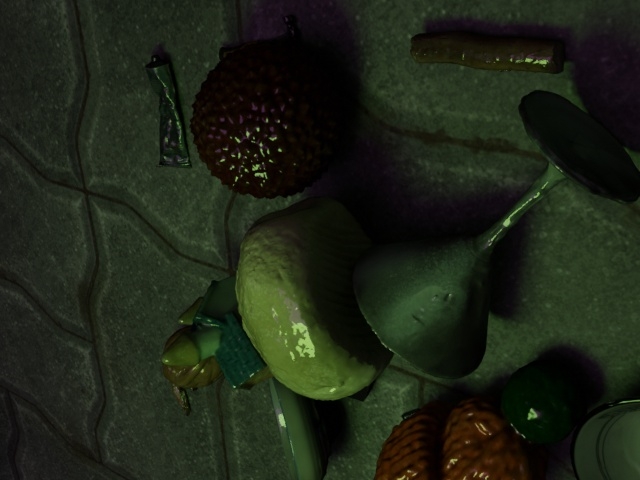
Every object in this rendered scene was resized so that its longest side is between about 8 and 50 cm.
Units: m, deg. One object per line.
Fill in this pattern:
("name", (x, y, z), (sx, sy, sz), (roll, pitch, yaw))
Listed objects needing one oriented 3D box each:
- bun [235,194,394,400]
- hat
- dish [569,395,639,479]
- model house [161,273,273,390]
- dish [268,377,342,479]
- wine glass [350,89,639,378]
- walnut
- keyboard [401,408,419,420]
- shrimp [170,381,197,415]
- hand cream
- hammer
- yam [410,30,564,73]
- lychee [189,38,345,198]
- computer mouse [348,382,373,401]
("bun", (-0.016, 0.104, 1.360), (0.227, 0.349, 0.352), (-28, 69, 27))
("hat", (0.302, 0.386, 1.355), (0.400, 0.285, 0.285), (-35, 88, 31))
("dish", (0.548, 0.344, 1.204), (0.316, 0.106, 0.316), (21, 127, 32))
("model house", (-0.165, 0.192, 1.531), (0.267, 0.325, 0.194), (57, 146, 23))
("dish", (-0.018, 0.393, 1.688), (0.273, 0.134, 0.273), (167, 90, -82))
("wine glass", (0.253, -0.007, 1.176), (0.267, 0.267, 0.406), (47, 131, 12))
("walnut", (-0.294, 0.274, 1.862), (0.167, 0.149, 0.166), (2, 124, 3))
("keyboard", (0.219, 0.408, 1.582), (0.053, 0.010, 0.155), (-34, 88, 44))
("shrimp", (-0.349, 0.399, 2.051), (0.091, 0.025, 0.127), (-1, 108, 39))
("hand cream", (-0.328, -0.266, 1.666), (0.075, 0.052, 0.247), (16, 122, 35))
("hammer", (-0.115, -0.355, 1.460), (0.201, 0.021, 0.078), (-3, 110, 42))
("yam", (0.244, -0.280, 1.176), (0.241, 0.057, 0.056), (14, 120, 33))
("lychee", (-0.090, -0.204, 1.353), (0.276, 0.304, 0.275), (-1, 114, -2))
("computer mouse", (0.066, 0.232, 1.576), (0.122, 0.073, 0.217), (37, 134, 23))
